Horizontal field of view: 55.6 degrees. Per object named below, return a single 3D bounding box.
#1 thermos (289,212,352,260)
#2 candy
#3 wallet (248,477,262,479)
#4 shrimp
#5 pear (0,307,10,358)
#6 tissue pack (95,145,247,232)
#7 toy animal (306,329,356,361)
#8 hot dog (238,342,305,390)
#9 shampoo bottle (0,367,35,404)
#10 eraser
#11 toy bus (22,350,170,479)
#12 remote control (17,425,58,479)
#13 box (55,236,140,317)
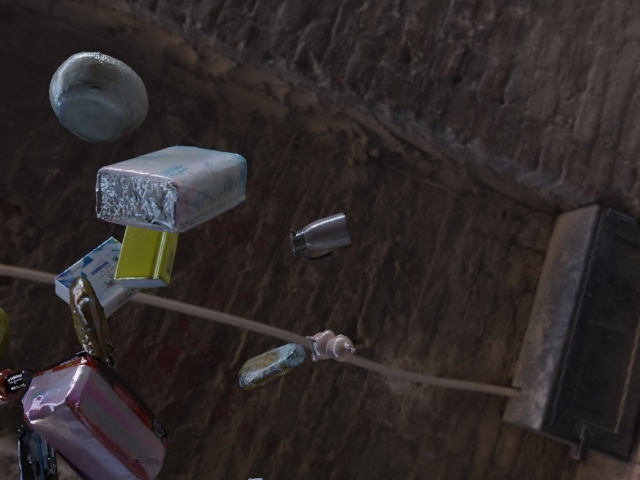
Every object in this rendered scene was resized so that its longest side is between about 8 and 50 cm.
[{"bbox_3d":[0.000,0.000,1.950,0.105,0.193,0.137,-106,0,-64],"label":"thermos"},{"bbox_3d":[-0.646,-0.424,1.781,0.295,0.296,0.185,118,142,-46],"label":"candy"},{"bbox_3d":[-0.194,0.729,1.753,0.083,0.044,0.011,-82,-19,-44],"label":"wallet"},{"bbox_3d":[-0.431,0.200,1.180,0.152,0.063,0.287,36,138,50],"label":"shrimp"},{"bbox_3d":[-1.036,0.277,1.671,0.304,0.304,0.303,-158,90,-84],"label":"pear"},{"bbox_3d":[-0.295,-0.112,1.244,0.271,0.202,0.124,-41,-44,-61],"label":"tissue pack"},{"bbox_3d":[0.029,0.277,1.584,0.150,0.089,0.083,-7,91,39],"label":"toy animal"},{"bbox_3d":[-0.179,0.464,2.237,0.271,0.081,0.162,-26,22,15],"label":"hot dog"},{"bbox_3d":[-1.054,0.487,1.983,0.278,0.104,0.104,-22,22,15],"label":"shampoo bottle"},{"bbox_3d":[-0.517,0.035,1.826,0.069,0.158,0.226,69,-157,-60],"label":"eraser"},{"bbox_3d":[-0.398,0.341,1.107,0.147,0.128,0.302,-97,-16,-56],"label":"toy bus"},{"bbox_3d":[-0.759,0.701,1.670,0.398,0.062,0.144,64,-178,33],"label":"remote control"},{"bbox_3d":[-0.791,0.146,2.222,0.274,0.203,0.116,-45,-12,-39],"label":"box"}]
